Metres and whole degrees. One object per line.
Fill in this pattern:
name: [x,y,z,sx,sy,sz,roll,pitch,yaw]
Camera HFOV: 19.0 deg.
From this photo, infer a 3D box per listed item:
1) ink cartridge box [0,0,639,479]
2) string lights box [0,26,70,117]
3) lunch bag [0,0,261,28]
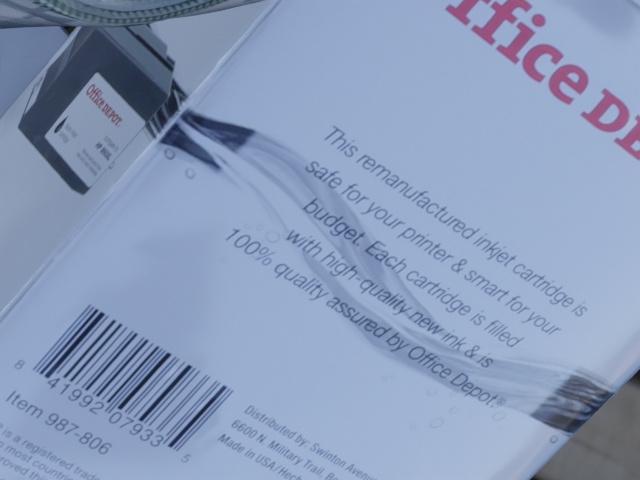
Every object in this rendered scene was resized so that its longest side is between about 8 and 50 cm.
ink cartridge box: [0.000,0.000,0.936,0.285,0.166,0.395,34,107,-31]
string lights box: [-0.133,-0.049,1.108,0.077,0.259,0.133,-41,54,-1]
lunch bag: [-0.086,-0.167,0.534,0.305,0.256,0.212,7,142,52]
